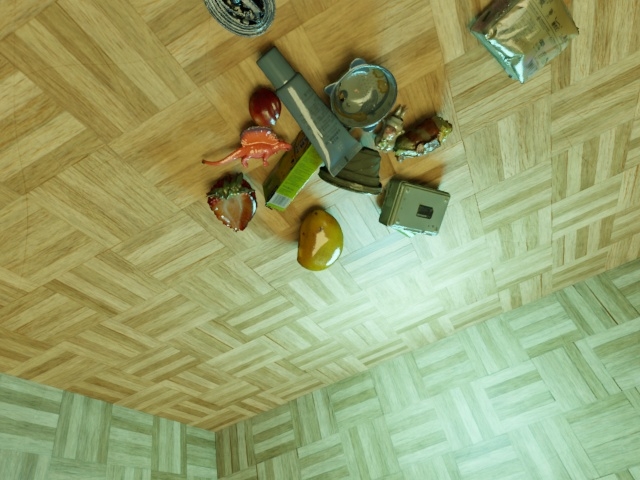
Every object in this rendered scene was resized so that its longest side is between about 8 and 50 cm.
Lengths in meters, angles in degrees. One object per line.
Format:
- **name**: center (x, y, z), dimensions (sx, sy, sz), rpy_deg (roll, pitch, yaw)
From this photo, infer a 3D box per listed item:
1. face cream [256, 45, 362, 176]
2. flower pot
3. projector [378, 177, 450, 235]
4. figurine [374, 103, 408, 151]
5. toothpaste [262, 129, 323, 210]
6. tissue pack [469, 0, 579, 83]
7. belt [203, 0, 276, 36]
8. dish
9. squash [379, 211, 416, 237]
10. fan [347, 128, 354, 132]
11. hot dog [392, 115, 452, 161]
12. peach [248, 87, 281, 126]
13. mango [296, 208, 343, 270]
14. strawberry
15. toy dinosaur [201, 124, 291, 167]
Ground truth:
- **face cream**: center (-0.032, -0.369, 1.176), dimensions (0.135, 0.086, 0.385), rpy_deg (-47, 115, -12)
- **flower pot**: center (0.116, -0.250, 1.380), dimensions (0.236, 0.235, 0.140), rpy_deg (9, 112, -27)
- **projector**: center (0.376, -0.125, 1.620), dimensions (0.257, 0.099, 0.191), rpy_deg (9, 105, -28)
- **figurine**: center (0.243, -0.364, 1.358), dimensions (0.081, 0.098, 0.146), rpy_deg (16, 133, -17)
- **toothpaste**: center (-0.082, -0.246, 1.372), dimensions (0.077, 0.110, 0.327), rpy_deg (19, 128, -33)
- **tissue pack**: center (0.593, -0.605, 1.183), dimensions (0.257, 0.122, 0.215), rpy_deg (23, 124, -38)
- **belt**: center (-0.198, -0.578, 0.971), dimensions (0.141, 0.082, 0.190), rpy_deg (-43, 135, 20)
- **dish**: center (0.108, -0.446, 1.227), dimensions (0.228, 0.086, 0.236), rpy_deg (-3, 139, -14)
- **squash**: center (0.321, -0.088, 1.713), dimensions (0.188, 0.095, 0.095), rpy_deg (24, 126, -34)
- **fan**: center (0.145, -0.403, 1.344), dimensions (0.193, 0.016, 0.038), rpy_deg (-35, 134, 19)
- **hot dog**: center (0.348, -0.337, 1.396), dimensions (0.213, 0.146, 0.103), rpy_deg (-30, 112, 22)
- **peach**: center (-0.163, -0.388, 1.196), dimensions (0.101, 0.100, 0.100), rpy_deg (-10, 140, -8)
- **mango**: center (0.000, 0.000, 1.659), dimensions (0.191, 0.159, 0.290), rpy_deg (-2, 129, -7)
- **strawberry**: center (-0.291, -0.134, 1.442), dimensions (0.175, 0.097, 0.228), rpy_deg (-19, 143, 5)
- **toy dinosaur**: center (-0.232, -0.296, 1.276), dimensions (0.286, 0.070, 0.138), rpy_deg (-7, 150, -10)
